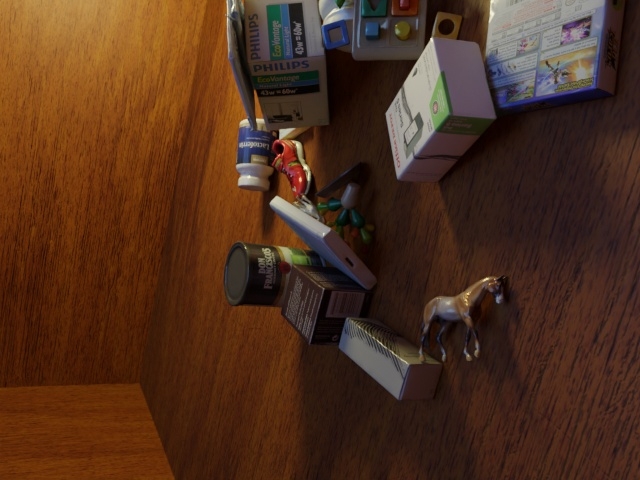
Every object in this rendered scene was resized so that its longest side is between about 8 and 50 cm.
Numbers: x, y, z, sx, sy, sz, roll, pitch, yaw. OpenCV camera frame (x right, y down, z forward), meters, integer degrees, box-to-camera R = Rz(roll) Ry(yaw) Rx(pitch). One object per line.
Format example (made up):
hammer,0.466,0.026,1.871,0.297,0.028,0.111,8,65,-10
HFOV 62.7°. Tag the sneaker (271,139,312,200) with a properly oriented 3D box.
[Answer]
sneaker,-0.113,-0.250,1.861,0.107,0.118,0.279,-55,40,39

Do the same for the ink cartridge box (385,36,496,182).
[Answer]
ink cartridge box,0.257,-0.280,1.182,0.273,0.115,0.198,123,144,-63

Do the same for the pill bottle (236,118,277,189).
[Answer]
pill bottle,-0.255,-0.336,2.086,0.153,0.153,0.264,-4,82,59

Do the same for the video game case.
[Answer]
video game case,0.438,-0.381,1.016,0.269,0.061,0.244,7,90,60

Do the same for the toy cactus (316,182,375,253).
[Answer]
toy cactus,0.082,-0.077,1.505,0.219,0.112,0.180,47,132,41

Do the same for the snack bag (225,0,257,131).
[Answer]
snack bag,-0.227,-0.549,1.554,0.323,0.037,0.342,80,-176,-63

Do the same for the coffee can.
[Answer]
coffee can,-0.147,0.116,1.687,0.201,0.275,0.201,-17,70,57

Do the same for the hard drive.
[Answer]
hard drive,0.000,0.000,1.529,0.047,0.233,0.353,-46,33,-6

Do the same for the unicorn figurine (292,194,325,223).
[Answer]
unicorn figurine,-0.036,-0.099,1.740,0.060,0.111,0.162,-47,18,10

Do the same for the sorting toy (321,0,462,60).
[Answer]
sorting toy,0.169,-0.547,1.288,0.047,0.348,0.196,-29,-58,-74

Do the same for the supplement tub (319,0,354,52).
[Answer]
supplement tub,0.120,-0.716,1.445,0.241,0.241,0.331,-5,79,59

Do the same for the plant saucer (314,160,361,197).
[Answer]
plant saucer,0.058,-0.175,1.556,0.029,0.168,0.168,55,145,-5

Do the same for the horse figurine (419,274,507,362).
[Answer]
horse figurine,0.288,0.176,1.143,0.263,0.066,0.174,-30,49,59

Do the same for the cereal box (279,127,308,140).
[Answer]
cereal box,-0.096,-0.506,1.956,0.173,0.047,0.240,-18,69,57

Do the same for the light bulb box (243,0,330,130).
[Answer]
light bulb box,-0.099,-0.598,1.655,0.361,0.225,0.357,82,-178,-71

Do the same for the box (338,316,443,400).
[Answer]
box,0.164,0.285,1.294,0.275,0.113,0.094,28,106,56

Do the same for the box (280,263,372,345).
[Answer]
box,0.013,0.182,1.510,0.203,0.169,0.167,33,113,57
